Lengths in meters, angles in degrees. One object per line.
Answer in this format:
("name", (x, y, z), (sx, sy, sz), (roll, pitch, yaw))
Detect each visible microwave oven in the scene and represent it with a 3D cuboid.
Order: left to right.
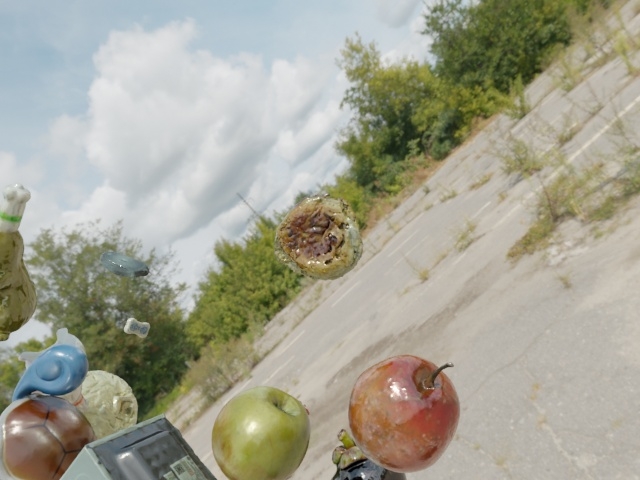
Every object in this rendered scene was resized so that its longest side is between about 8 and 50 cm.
("microwave oven", (-0.239, 0.447, 0.606), (0.237, 0.295, 0.181), (-52, -20, 8))

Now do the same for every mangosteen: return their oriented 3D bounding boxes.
("mangosteen", (0.141, 0.776, 1.408), (0.275, 0.302, 0.275), (-27, -12, -6))

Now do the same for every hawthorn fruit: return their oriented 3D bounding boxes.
("hawthorn fruit", (0.193, 0.362, 0.913), (0.263, 0.231, 0.235), (-26, 3, 12))

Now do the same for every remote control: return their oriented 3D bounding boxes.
("remote control", (-0.870, 0.416, 2.010), (0.032, 0.122, 0.074), (1, 67, 33))

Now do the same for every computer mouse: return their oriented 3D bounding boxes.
("computer mouse", (-0.839, 0.118, 1.820), (0.113, 0.229, 0.068), (-57, -12, -68))

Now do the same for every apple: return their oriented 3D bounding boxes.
("apple", (-0.147, 0.491, 1.074), (0.193, 0.261, 0.261), (-60, -2, 7))

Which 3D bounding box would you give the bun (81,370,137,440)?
("bun", (-0.738, 0.574, 1.360), (0.228, 0.352, 0.348), (-18, 30, 9))

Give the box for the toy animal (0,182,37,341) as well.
("toy animal", (-0.764, 0.047, 0.967), (0.180, 0.181, 0.362), (-50, -30, -62))

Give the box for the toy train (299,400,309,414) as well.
("toy train", (-0.094, 0.670, 1.664), (0.050, 0.087, 0.138), (-40, -19, 5))

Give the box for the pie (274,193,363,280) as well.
("pie", (0.000, 0.000, 1.344), (0.308, 0.308, 0.085), (-43, -10, 12))

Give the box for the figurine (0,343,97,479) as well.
("figurine", (-0.582, 0.440, 0.899), (0.243, 0.415, 0.298), (-12, -4, -3))

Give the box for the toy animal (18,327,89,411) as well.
("toy animal", (-0.702, 0.378, 1.128), (0.140, 0.138, 0.282), (-57, -9, -60))
